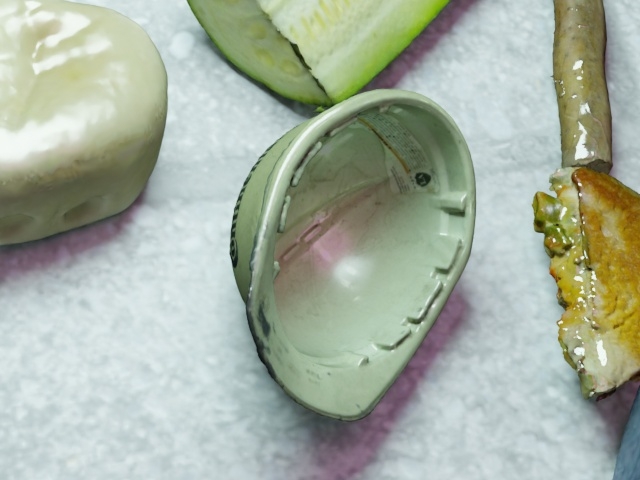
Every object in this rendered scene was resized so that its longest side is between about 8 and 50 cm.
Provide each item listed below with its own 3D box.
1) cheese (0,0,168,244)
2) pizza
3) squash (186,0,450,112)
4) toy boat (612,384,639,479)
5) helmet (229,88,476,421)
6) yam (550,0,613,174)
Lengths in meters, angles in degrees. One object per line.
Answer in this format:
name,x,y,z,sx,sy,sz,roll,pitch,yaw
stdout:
cheese,-0.232,-0.105,1.179,0.218,0.117,0.235,40,56,9
pizza,0.244,0.044,1.265,0.147,0.069,0.226,13,56,-27
squash,0.014,-0.262,1.329,0.203,0.111,0.289,52,60,-23
toy boat,0.262,0.222,1.139,0.078,0.127,0.283,15,57,-2
helmet,-0.004,0.003,1.175,0.204,0.137,0.257,49,62,-33
yam,0.233,-0.161,1.379,0.057,0.057,0.241,8,63,-12
